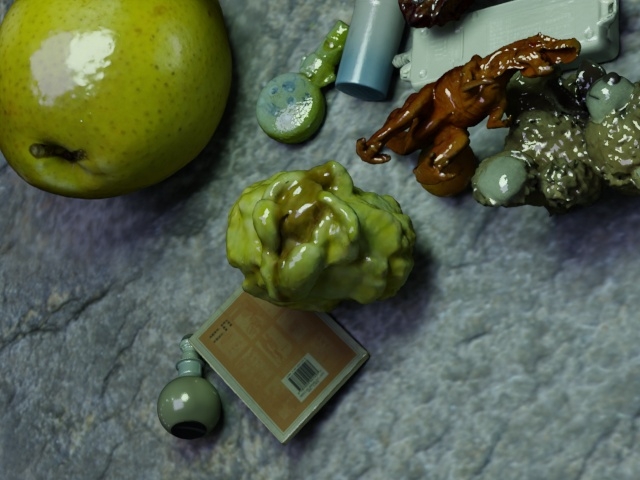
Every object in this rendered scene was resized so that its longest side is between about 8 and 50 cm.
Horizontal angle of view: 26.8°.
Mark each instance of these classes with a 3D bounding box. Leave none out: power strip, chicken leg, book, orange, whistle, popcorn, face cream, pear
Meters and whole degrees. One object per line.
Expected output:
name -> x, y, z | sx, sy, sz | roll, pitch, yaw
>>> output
power strip -> 0.241, -0.259, 1.756 | 0.338, 0.058, 0.098 | -9, 70, 35
chicken leg -> 0.186, -0.407, 1.808 | 0.177, 0.083, 0.322 | 19, 65, 33
book -> -0.061, 0.149, 1.852 | 0.170, 0.018, 0.242 | -46, 51, -1
orange -> 0.165, -0.097, 1.749 | 0.083, 0.070, 0.083 | -25, 48, 31
whistle -> -0.015, -0.229, 1.951 | 0.104, 0.057, 0.198 | 36, 91, 29
popcorn -> 0.000, 0.000, 1.746 | 0.256, 0.255, 0.195 | 15, 85, 11
face cream -> 0.085, -0.325, 1.884 | 0.077, 0.077, 0.250 | 6, 77, 39
pear -> -0.312, -0.247, 1.990 | 0.362, 0.362, 0.418 | -10, 43, 35

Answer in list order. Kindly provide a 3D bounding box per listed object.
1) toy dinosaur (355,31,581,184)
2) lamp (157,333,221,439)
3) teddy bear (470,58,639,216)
toy dinosaur -> 0.128, -0.140, 1.635 | 0.432, 0.097, 0.208 | -21, 21, 52
lamp -> -0.186, 0.202, 1.915 | 0.091, 0.091, 0.163 | -27, 45, 28
teddy bear -> 0.328, -0.117, 1.578 | 0.256, 0.156, 0.267 | -15, 36, 38
